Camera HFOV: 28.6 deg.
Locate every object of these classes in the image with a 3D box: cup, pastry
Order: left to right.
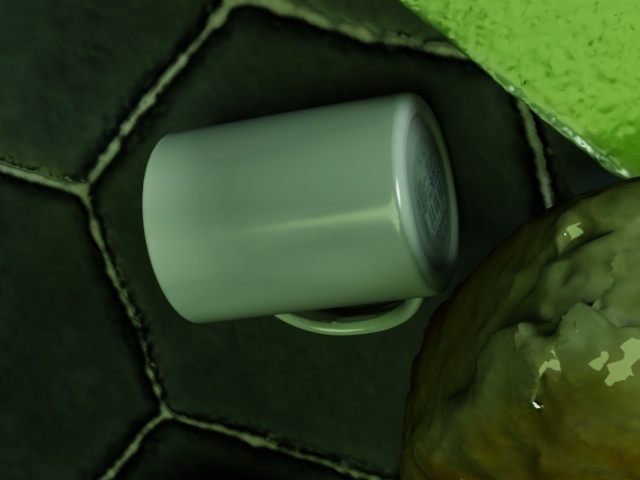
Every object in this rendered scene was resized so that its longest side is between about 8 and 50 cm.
[{"bbox_3d":[-0.001,-0.011,0.628,0.133,0.136,0.099,-9,75,21],"label":"cup"},{"bbox_3d":[0.184,0.104,0.546,0.330,0.136,0.329,8,136,8],"label":"pastry"}]

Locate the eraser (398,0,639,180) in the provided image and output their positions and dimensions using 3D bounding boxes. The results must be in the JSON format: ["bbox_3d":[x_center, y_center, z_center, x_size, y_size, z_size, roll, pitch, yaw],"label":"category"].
[{"bbox_3d":[0.134,-0.184,0.500,0.210,0.092,0.274,38,117,1],"label":"eraser"}]
